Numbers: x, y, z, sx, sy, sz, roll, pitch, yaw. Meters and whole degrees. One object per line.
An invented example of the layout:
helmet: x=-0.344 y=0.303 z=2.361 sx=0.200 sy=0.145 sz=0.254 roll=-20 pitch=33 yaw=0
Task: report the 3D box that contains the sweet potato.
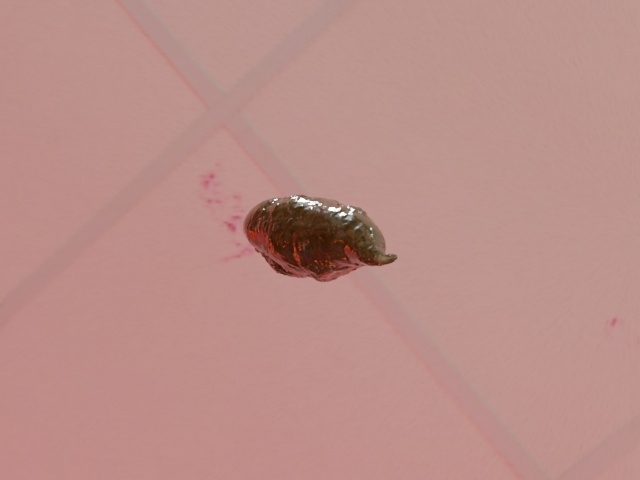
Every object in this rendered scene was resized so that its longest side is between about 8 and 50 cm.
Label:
sweet potato: x=0.000 y=0.000 z=0.978 sx=0.060 sy=0.206 sz=0.068 roll=-25 pitch=-77 yaw=-23
